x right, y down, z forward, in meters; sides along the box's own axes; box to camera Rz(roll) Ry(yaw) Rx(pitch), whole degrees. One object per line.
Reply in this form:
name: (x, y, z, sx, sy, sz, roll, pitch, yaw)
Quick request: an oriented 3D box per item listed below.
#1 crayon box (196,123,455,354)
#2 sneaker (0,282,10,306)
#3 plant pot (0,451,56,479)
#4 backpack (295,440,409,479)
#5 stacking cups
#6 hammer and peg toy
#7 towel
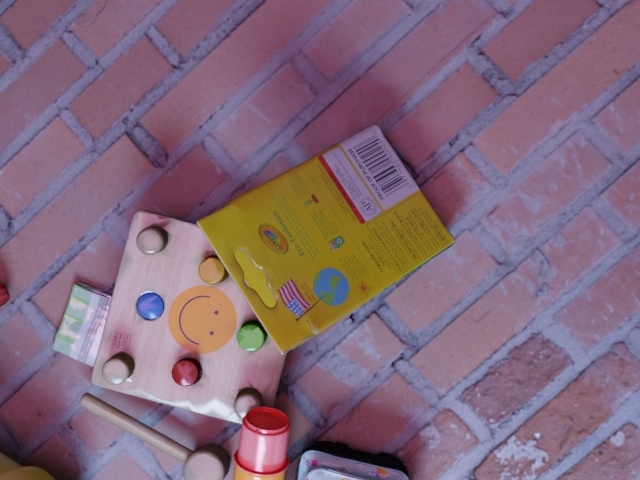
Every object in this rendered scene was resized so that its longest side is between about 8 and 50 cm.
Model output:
crayon box: (0.000, 0.000, 1.436, 0.319, 0.081, 0.202, -30, 85, -34)
sneaker: (-0.571, 0.064, 1.606, 0.221, 0.087, 0.128, -16, 89, 7)
plant pot: (-0.503, 0.386, 1.532, 0.239, 0.254, 0.254, 38, 96, 23)
backpack: (0.032, 0.386, 1.495, 0.166, 0.144, 0.188, 13, 95, 2)
stacking cups: (-0.096, 0.372, 1.488, 0.096, 0.096, 0.316, 10, 110, 8)
hammer and peg toy: (-0.184, 0.159, 1.512, 0.266, 0.127, 0.361, 16, 92, -1)
towel: (-0.307, 0.136, 1.599, 0.152, 0.023, 0.113, 21, 92, 8)
